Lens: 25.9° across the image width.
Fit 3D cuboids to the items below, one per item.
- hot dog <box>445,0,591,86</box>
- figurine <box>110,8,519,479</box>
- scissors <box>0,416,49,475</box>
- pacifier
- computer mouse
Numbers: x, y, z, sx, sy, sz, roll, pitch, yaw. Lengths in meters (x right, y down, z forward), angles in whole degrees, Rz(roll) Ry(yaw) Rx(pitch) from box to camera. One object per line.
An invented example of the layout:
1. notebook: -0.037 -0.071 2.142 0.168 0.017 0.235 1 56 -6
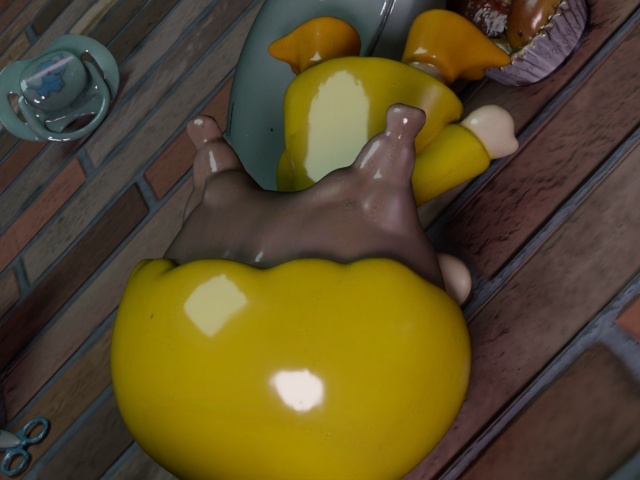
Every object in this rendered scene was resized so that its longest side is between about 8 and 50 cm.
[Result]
1. hot dog: 0.117 -0.179 1.031 0.131 0.069 0.252 -54 28 5
2. figurine: 0.000 0.000 0.843 0.215 0.187 0.344 -12 46 33
3. scissors: -0.277 0.175 1.215 0.119 0.014 0.058 -2 52 50
4. pacifier: -0.300 -0.163 1.619 0.150 0.127 0.116 -37 -12 -13
5. computer mouse: -0.013 -0.132 1.059 0.288 0.097 0.159 -51 36 29
